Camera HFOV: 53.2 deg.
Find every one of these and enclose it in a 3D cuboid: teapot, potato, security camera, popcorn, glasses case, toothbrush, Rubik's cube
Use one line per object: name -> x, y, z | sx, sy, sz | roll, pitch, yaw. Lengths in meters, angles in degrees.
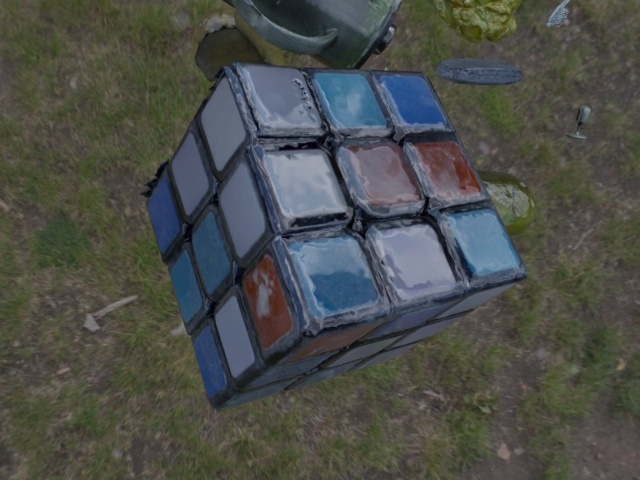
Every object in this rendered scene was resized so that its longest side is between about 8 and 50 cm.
teapot -> -0.036, -0.381, 0.979 | 0.337, 0.200, 0.270 | 27, 45, -18
potato -> -0.170, -0.380, 1.287 | 0.138, 0.243, 0.098 | -17, 65, 21
security camera -> 0.726, -0.333, 1.788 | 0.058, 0.058, 0.092 | 4, 109, -8
popcorn -> 0.383, -0.594, 1.553 | 0.235, 0.181, 0.216 | 24, 35, -25
glasses case -> 0.440, -0.464, 1.760 | 0.283, 0.109, 0.067 | -7, 119, -33
toothbrush -> 0.531, -0.528, 1.244 | 0.026, 0.024, 0.288 | 33, 83, 39
potato -> 0.379, -0.085, 1.453 | 0.229, 0.197, 0.148 | 12, 103, -1
Rubik's cube -> 0.000, 0.000, 0.896 | 0.364, 0.362, 0.358 | -6, 64, -34

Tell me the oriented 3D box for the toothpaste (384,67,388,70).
toothpaste -> 0.156, -0.386, 1.579 | 0.019, 0.027, 0.083 | 10, 92, -52
